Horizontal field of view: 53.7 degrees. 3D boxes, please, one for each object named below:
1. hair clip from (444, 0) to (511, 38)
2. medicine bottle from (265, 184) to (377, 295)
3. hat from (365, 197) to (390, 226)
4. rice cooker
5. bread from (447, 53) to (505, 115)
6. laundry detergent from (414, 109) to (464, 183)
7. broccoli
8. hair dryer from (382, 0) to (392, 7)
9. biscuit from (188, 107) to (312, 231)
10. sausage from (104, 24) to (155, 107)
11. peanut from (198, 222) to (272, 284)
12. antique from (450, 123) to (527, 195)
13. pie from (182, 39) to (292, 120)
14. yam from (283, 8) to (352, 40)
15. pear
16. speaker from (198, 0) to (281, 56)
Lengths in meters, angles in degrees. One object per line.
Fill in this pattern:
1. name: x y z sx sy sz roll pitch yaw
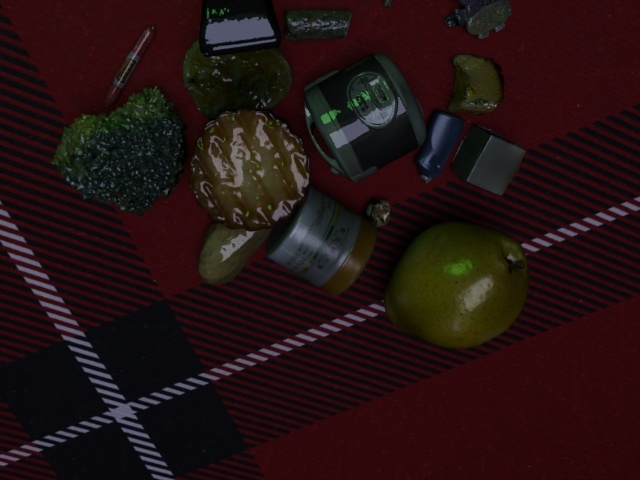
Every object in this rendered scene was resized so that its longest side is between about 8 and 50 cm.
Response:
1. hair clip: 0.421 -0.607 1.667 0.187 0.056 0.146 -23 118 0
2. medicine bottle: 0.000 0.000 1.754 0.232 0.238 0.238 31 105 -16
3. hat: 0.161 -0.082 1.835 0.076 0.059 0.077 -15 113 -32
4. rice cooker: 0.105 -0.315 1.629 0.277 0.288 0.288 -27 111 5
5. bread: 0.421 -0.424 1.698 0.140 0.169 0.160 4 96 -6
6. laundry detergent: 0.327 -0.259 1.787 0.096 0.061 0.206 12 110 -19
7. broccoli: -0.517 -0.223 1.614 0.347 0.281 0.293 -24 141 -34
8. hair dryer: 0.316 -0.736 1.598 0.295 0.119 0.298 0 127 -10
9. biscuit: -0.182 -0.184 1.652 0.325 0.107 0.326 1 102 6
10. sausage: -0.497 -0.449 1.639 0.034 0.034 0.253 31 105 -16
11. peanut: -0.238 -0.012 1.780 0.147 0.147 0.319 37 101 -18
12. antique: 0.472 -0.226 1.769 0.147 0.147 0.152 21 108 -15
13. pie: -0.210 -0.410 1.607 0.277 0.079 0.277 -9 140 -8
14. yam: -0.007 -0.556 1.629 0.179 0.078 0.078 -3 111 -9
15. pear: 0.382 0.126 1.784 0.362 0.362 0.418 39 132 -18
16. speaker: -0.202 -0.583 1.463 0.180 0.388 0.184 -9 129 -4
